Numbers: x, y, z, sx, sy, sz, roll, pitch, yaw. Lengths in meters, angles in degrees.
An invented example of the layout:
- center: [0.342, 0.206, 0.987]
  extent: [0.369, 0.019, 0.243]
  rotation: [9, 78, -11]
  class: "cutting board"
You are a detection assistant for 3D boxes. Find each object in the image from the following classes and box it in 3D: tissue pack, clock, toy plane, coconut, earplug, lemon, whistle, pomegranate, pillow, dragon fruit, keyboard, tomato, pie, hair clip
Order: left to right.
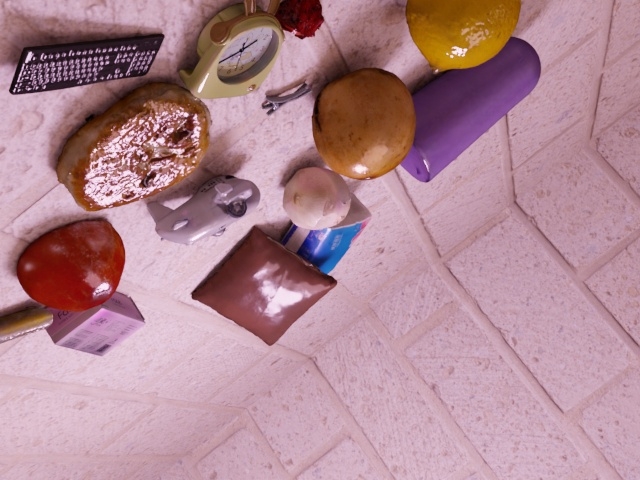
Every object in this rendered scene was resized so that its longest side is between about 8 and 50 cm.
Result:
- center: [-0.737, 0.210, 1.802]
  extent: [0.326, 0.057, 0.068]
  rotation: [-22, -160, -36]
  class: "whistle"
- center: [-0.401, -0.273, 1.301]
  extent: [0.381, 0.041, 0.103]
  rotation: [-15, 151, -46]
  class: "keyboard"
- center: [-0.500, 0.068, 1.758]
  extent: [0.233, 0.139, 0.200]
  rotation: [-15, 145, -45]
  class: "tomato"
- center: [-0.543, 0.189, 2.024]
  extent: [0.148, 0.092, 0.246]
  rotation: [-36, 161, 1]
  class: "tissue pack"
- center: [-0.336, -0.172, 1.576]
  extent: [0.315, 0.092, 0.315]
  rotation: [-31, 158, -14]
  class: "pie"
- center: [-0.253, -0.070, 1.891]
  extent: [0.267, 0.123, 0.267]
  rotation: [-27, 177, -2]
  class: "toy plane"
- center: [-0.143, -0.359, 1.509]
  extent: [0.170, 0.069, 0.232]
  rotation: [-14, 149, -46]
  class: "clock"
- center: [-0.161, 0.140, 2.375]
  extent: [0.308, 0.108, 0.305]
  rotation: [35, 113, -25]
  class: "pillow"
- center: [-0.071, -0.309, 1.796]
  extent: [0.115, 0.030, 0.039]
  rotation: [-30, 158, -20]
  class: "hair clip"
- center: [-0.028, -0.411, 1.590]
  extent: [0.097, 0.063, 0.131]
  rotation: [-40, 160, 9]
  class: "dragon fruit"
- center: [-0.013, -0.104, 2.152]
  extent: [0.171, 0.171, 0.183]
  rotation: [-46, 166, 24]
  class: "coconut"
- center: [0.000, 0.000, 2.451]
  extent: [0.209, 0.137, 0.270]
  rotation: [-14, 151, -44]
  class: "tissue pack"
- center: [0.101, -0.262, 1.893]
  extent: [0.260, 0.260, 0.260]
  rotation: [-32, 160, -13]
  class: "pomegranate"
- center: [0.300, -0.483, 1.747]
  extent: [0.253, 0.228, 0.228]
  rotation: [-51, 165, -19]
  class: "lemon"
- center: [0.381, -0.366, 2.197]
  extent: [0.456, 0.215, 0.215]
  rotation: [-38, 161, -8]
  class: "earplug"
